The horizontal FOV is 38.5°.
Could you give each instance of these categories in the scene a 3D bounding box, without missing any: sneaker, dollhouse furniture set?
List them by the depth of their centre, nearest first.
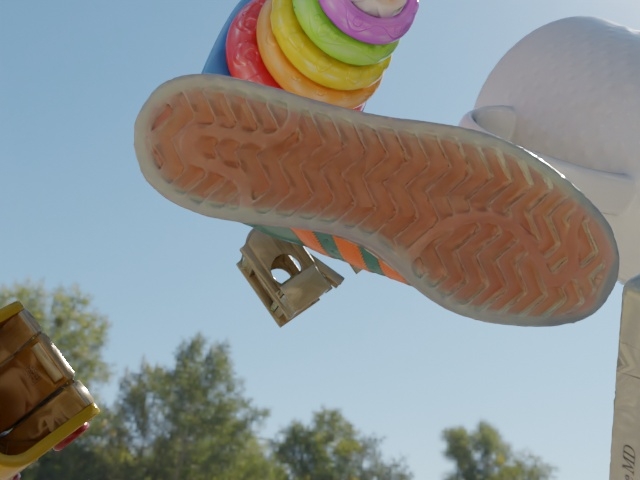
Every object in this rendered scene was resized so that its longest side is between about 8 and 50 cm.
[{"bbox_3d":[0.037,-0.032,0.584,0.302,0.108,0.121,20,6,-4],"label":"sneaker"},{"bbox_3d":[0.000,0.000,0.989,0.161,0.101,0.182,-34,-4,-13],"label":"dollhouse furniture set"}]

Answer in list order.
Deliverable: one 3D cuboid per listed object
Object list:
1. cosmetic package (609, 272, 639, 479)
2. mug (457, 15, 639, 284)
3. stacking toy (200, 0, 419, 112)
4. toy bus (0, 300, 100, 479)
[{"bbox_3d":[0.264,0.121,0.338,0.113,0.160,0.309,-22,31,-26],"label":"cosmetic package"},{"bbox_3d":[0.328,-0.089,1.049,0.374,0.276,0.328,3,26,-25],"label":"mug"},{"bbox_3d":[0.025,-0.215,0.863,0.175,0.166,0.302,30,-31,-14],"label":"stacking toy"},{"bbox_3d":[-0.242,0.129,0.597,0.190,0.202,0.104,13,26,25],"label":"toy bus"}]
